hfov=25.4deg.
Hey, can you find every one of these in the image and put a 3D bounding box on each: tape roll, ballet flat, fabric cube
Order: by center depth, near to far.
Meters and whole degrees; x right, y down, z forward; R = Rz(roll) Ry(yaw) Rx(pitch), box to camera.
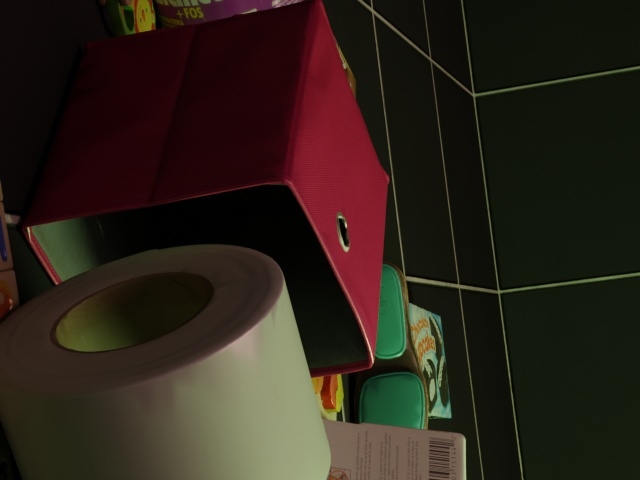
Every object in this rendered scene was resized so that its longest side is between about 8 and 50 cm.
[{"bbox_3d":[-0.128,0.129,1.134,0.246,0.246,0.169,-66,145,-61],"label":"tape roll"},{"bbox_3d":[-0.090,-0.036,1.350,0.258,0.259,0.254,-82,156,-45],"label":"fabric cube"},{"bbox_3d":[0.097,0.203,2.183,0.124,0.116,0.342,95,-12,-74],"label":"ballet flat"}]

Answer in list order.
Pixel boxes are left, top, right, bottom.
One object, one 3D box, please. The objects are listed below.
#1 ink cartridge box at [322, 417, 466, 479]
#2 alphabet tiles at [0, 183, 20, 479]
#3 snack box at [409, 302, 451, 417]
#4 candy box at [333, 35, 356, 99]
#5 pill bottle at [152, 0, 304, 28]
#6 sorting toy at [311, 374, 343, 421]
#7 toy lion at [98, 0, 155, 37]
[{"bbox_3d":[0.043,0.360,1.707,0.066,0.261,0.296,107,-11,-54],"label":"ink cartridge box"},{"bbox_3d":[-0.297,0.036,1.054,0.285,0.011,0.342,-16,97,-73],"label":"alphabet tiles"},{"bbox_3d":[0.152,0.206,2.407,0.322,0.060,0.187,25,58,-71],"label":"snack box"},{"bbox_3d":[0.005,-0.249,2.145,0.186,0.053,0.109,60,26,-55],"label":"candy box"},{"bbox_3d":[-0.127,-0.346,1.538,0.169,0.169,0.301,-75,151,-54],"label":"pill bottle"},{"bbox_3d":[-0.005,0.225,1.902,0.193,0.038,0.208,48,37,-62],"label":"sorting toy"},{"bbox_3d":[-0.198,-0.239,1.498,0.100,0.034,0.096,-71,156,-57],"label":"toy lion"}]
